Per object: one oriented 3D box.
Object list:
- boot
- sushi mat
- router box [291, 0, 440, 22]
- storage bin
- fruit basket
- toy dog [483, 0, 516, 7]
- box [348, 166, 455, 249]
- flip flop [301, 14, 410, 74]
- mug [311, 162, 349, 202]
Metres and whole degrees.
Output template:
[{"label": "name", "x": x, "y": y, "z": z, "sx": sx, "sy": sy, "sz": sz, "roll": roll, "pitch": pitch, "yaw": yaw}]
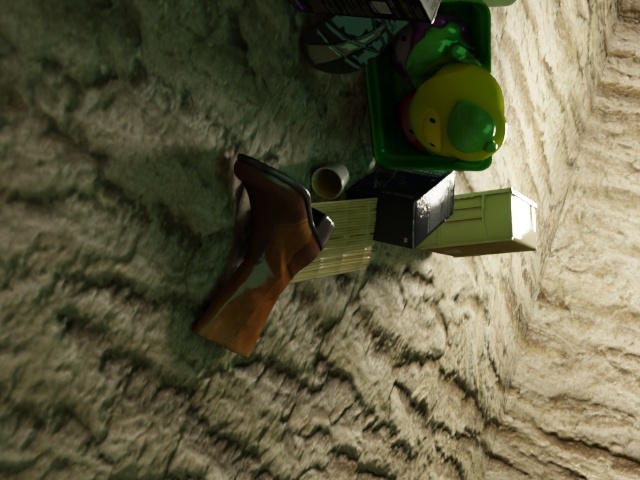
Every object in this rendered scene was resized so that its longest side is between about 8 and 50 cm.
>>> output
[{"label": "boot", "x": -0.122, "y": 0.028, "z": 1.281, "sx": 0.280, "sy": 0.096, "sz": 0.264, "roll": -54, "pitch": 148, "yaw": -9}, {"label": "sushi mat", "x": 0.000, "y": 0.000, "z": 1.480, "sx": 0.317, "sy": 0.019, "sz": 0.151, "roll": -8, "pitch": 110, "yaw": -50}, {"label": "router box", "x": 0.101, "y": -0.502, "z": 1.261, "sx": 0.081, "sy": 0.243, "sz": 0.308, "roll": 38, "pitch": 70, "yaw": -60}, {"label": "storage bin", "x": 0.374, "y": -0.035, "z": 1.960, "sx": 0.262, "sy": 0.261, "sz": 0.123, "roll": 11, "pitch": 75, "yaw": -62}, {"label": "fruit basket", "x": 0.221, "y": -0.273, "z": 1.532, "sx": 0.392, "sy": 0.283, "sz": 0.391, "roll": 3, "pitch": 90, "yaw": -73}, {"label": "toy dog", "x": 0.383, "y": -0.578, "z": 1.713, "sx": 0.220, "sy": 0.161, "sz": 0.333, "roll": -27, "pitch": 147, "yaw": -40}, {"label": "box", "x": 0.171, "y": -0.080, "z": 1.670, "sx": 0.207, "sy": 0.153, "sz": 0.108, "roll": -37, "pitch": 133, "yaw": -51}, {"label": "flip flop", "x": 0.078, "y": -0.388, "z": 1.400, "sx": 0.277, "sy": 0.080, "sz": 0.112, "roll": -43, "pitch": 124, "yaw": -16}, {"label": "mug", "x": 0.017, "y": -0.113, "z": 1.492, "sx": 0.062, "sy": 0.078, "sz": 0.064, "roll": 59, "pitch": 32, "yaw": -9}]
